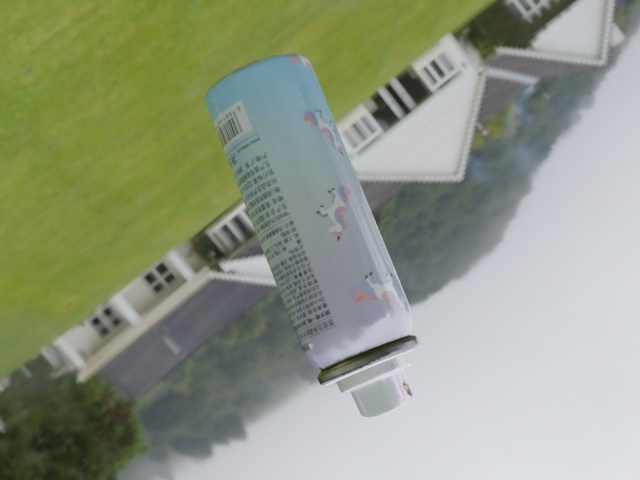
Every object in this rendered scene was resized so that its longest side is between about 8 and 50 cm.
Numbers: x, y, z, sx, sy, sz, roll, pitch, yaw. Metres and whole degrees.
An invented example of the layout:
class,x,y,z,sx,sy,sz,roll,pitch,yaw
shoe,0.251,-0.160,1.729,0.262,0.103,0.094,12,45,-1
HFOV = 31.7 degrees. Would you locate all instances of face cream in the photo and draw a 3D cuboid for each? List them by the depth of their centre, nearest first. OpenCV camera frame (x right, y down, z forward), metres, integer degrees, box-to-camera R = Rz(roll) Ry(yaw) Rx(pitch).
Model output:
class,x,y,z,sx,sy,sz,roll,pitch,yaw
face cream,0.000,0.000,0.711,0.075,0.229,0.075,-21,173,-3
